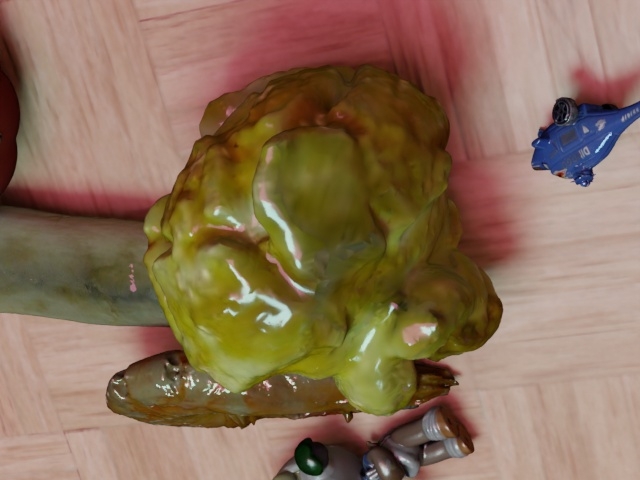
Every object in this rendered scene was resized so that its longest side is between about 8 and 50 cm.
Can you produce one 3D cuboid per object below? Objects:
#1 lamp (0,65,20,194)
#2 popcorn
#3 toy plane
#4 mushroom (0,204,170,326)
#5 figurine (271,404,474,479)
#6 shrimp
[{"bbox_3d":[-0.352,-0.087,1.297,0.227,0.227,0.227,7,115,15],"label":"lamp"},{"bbox_3d":[0.003,0.005,1.205,0.276,0.225,0.276,-4,107,-13],"label":"popcorn"},{"bbox_3d":[0.211,-0.081,1.183,0.167,0.054,0.062,-32,60,50],"label":"toy plane"},{"bbox_3d":[-0.189,0.023,1.374,0.312,0.081,0.100,5,112,21],"label":"mushroom"},{"bbox_3d":[0.035,0.210,1.371,0.197,0.093,0.147,-26,123,26],"label":"figurine"},{"bbox_3d":[-0.032,0.126,1.354,0.294,0.062,0.154,0,159,4],"label":"shrimp"}]
